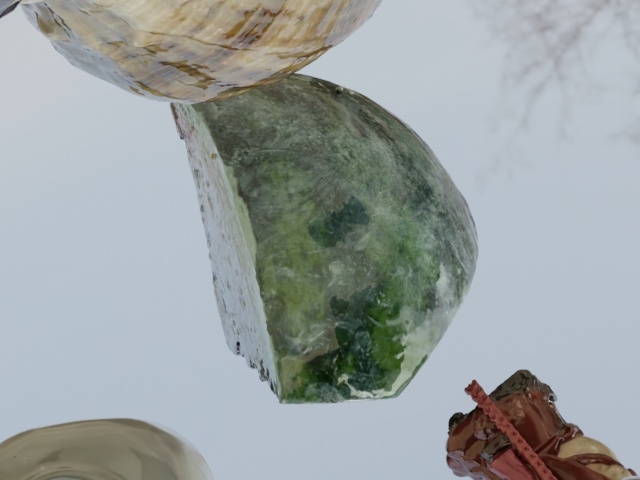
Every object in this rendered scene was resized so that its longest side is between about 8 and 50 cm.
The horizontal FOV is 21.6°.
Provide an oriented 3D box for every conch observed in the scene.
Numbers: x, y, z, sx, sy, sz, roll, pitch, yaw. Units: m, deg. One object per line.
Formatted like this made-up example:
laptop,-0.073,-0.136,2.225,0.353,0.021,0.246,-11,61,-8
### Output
conch,-0.074,-0.140,0.790,0.210,0.159,0.291,33,-138,3

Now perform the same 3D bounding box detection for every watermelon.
watermelon,0.000,0.000,1.344,0.289,0.320,0.214,-11,150,-44

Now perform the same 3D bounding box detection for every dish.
dish,-0.205,0.265,1.438,0.256,0.256,0.117,-19,167,0

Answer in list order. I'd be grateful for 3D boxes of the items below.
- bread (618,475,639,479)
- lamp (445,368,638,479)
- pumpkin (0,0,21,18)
bread,0.130,0.260,1.033,0.244,0.123,0.190,-32,177,-9
lamp,0.194,0.213,1.229,0.118,0.118,0.253,-26,-126,-17
pumpkin,-0.077,-0.111,0.417,0.254,0.130,0.149,-58,-142,4
